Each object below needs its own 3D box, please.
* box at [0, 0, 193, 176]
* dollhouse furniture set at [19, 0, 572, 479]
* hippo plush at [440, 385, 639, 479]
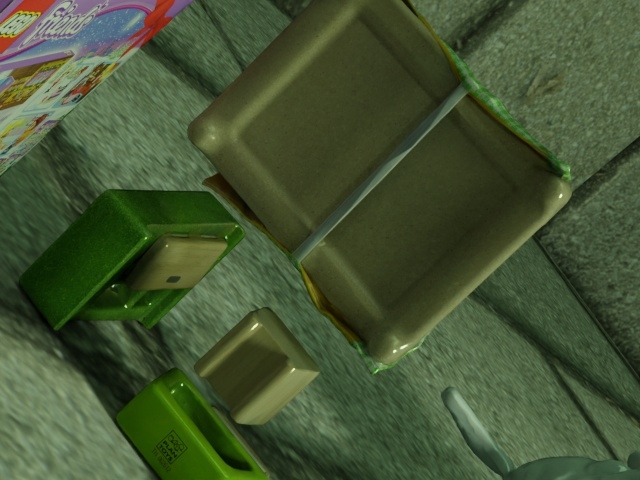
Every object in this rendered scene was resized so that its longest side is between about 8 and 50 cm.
[{"bbox_3d":[-0.185,-0.084,0.880,0.057,0.201,0.293,50,11,1],"label":"box"},{"bbox_3d":[0.000,0.000,1.040,0.197,0.301,0.151,50,14,14],"label":"dollhouse furniture set"},{"bbox_3d":[0.240,0.274,1.337,0.294,0.234,0.236,10,-11,24],"label":"hippo plush"}]
